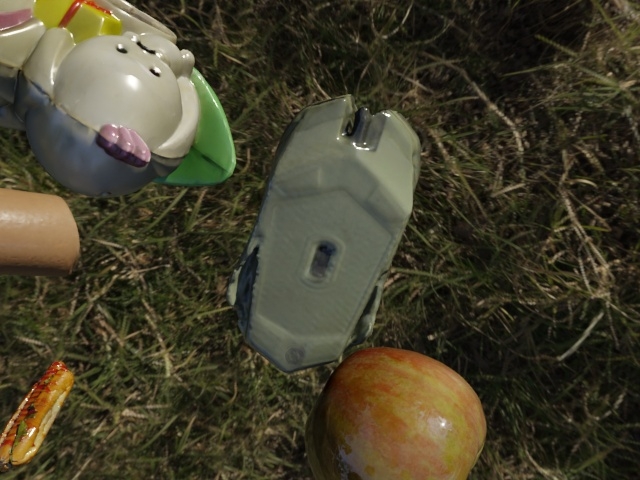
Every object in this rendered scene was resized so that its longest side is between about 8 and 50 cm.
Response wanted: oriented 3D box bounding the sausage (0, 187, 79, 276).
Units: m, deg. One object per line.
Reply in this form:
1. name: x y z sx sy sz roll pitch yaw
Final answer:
1. sausage: -0.457 -0.014 0.805 0.123 0.252 0.123 -6 82 43

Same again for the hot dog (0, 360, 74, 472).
1. hot dog: -0.328 0.197 0.687 0.062 0.144 0.038 -31 116 22

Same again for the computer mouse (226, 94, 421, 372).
1. computer mouse: 0.001 -0.003 0.902 0.228 0.145 0.429 17 107 -8

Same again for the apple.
1. apple: 0.100 0.275 0.840 0.233 0.256 0.257 33 100 21

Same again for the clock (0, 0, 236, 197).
1. clock: -0.152 -0.099 0.346 0.230 0.144 0.103 29 103 -7
